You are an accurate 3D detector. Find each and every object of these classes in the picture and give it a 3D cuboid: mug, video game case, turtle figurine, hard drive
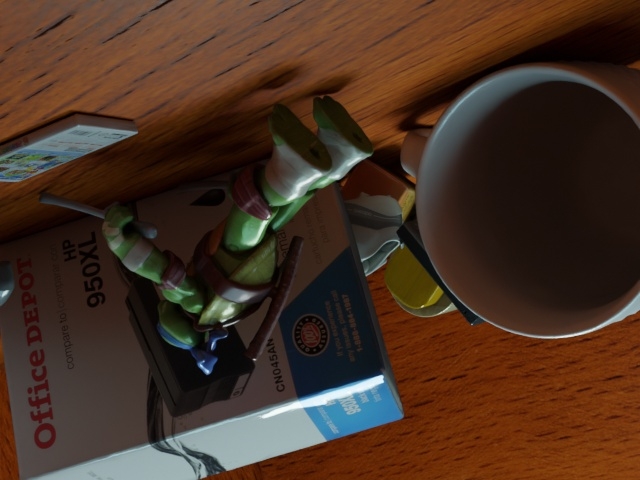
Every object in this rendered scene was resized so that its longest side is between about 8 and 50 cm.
[{"bbox_3d":[0.265,-0.069,1.281,0.374,0.276,0.328,17,-163,33],"label":"mug"},{"bbox_3d":[-0.215,-0.071,0.893,0.122,0.011,0.087,-19,175,20],"label":"video game case"},{"bbox_3d":[-0.103,-0.044,1.051,0.197,0.275,0.266,19,129,-42],"label":"turtle figurine"},{"bbox_3d":[0.152,0.032,1.274,0.094,0.135,0.022,-8,144,-55],"label":"hard drive"}]

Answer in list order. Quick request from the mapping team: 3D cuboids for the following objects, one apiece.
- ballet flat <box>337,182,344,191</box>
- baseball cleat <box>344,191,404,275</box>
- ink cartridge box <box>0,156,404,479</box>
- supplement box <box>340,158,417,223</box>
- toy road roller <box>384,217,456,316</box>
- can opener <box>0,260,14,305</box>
[{"bbox_3d":[0.005,-0.043,1.566,0.086,0.086,0.248,-19,174,19],"label":"ballet flat"},{"bbox_3d":[0.000,0.000,1.402,0.205,0.110,0.072,-13,146,14],"label":"baseball cleat"},{"bbox_3d":[-0.139,0.100,1.266,0.394,0.286,0.166,-18,154,4],"label":"ink cartridge box"},{"bbox_3d":[0.089,-0.053,1.550,0.078,0.080,0.233,-58,169,7],"label":"supplement box"},{"bbox_3d":[0.270,0.004,1.555,0.202,0.240,0.330,-9,138,-56],"label":"toy road roller"},{"bbox_3d":[-0.394,0.043,1.120,0.074,0.093,0.280,-11,177,-42],"label":"can opener"}]
